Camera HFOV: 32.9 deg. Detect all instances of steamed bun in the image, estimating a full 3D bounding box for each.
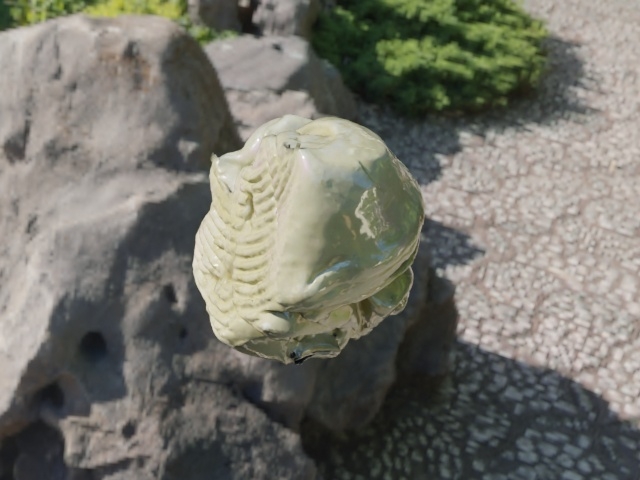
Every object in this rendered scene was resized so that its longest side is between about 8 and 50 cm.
[{"bbox_3d":[0.000,0.000,1.190,0.206,0.275,0.320,6,0,-25],"label":"steamed bun"}]
